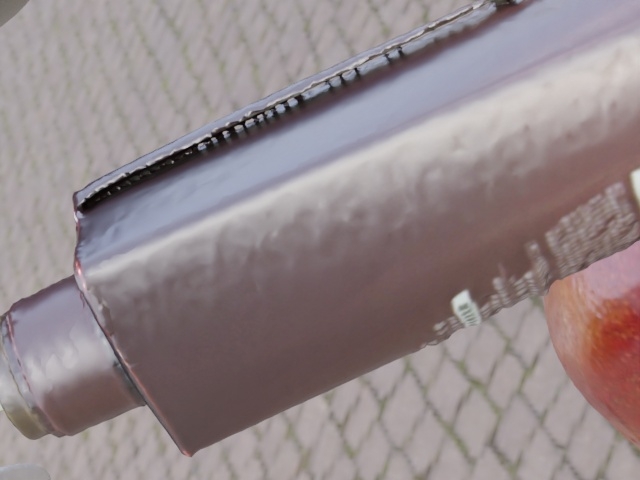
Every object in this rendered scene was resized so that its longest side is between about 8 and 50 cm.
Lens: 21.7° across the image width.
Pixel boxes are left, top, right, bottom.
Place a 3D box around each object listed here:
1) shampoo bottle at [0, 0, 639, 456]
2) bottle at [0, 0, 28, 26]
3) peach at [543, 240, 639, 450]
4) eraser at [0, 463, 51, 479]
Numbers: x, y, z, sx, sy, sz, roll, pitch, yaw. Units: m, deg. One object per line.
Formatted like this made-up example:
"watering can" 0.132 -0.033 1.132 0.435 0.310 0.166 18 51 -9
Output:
"shampoo bottle" 0.000 0.000 0.383 0.236 0.068 0.067 -24 32 4
"bottle" -0.213 -0.097 0.537 0.168 0.168 0.347 -54 1 27
"peach" 0.270 -0.004 0.877 0.332 0.308 0.308 -134 66 -78
"eraser" -0.390 0.267 1.489 0.270 0.174 0.095 -10 94 17
